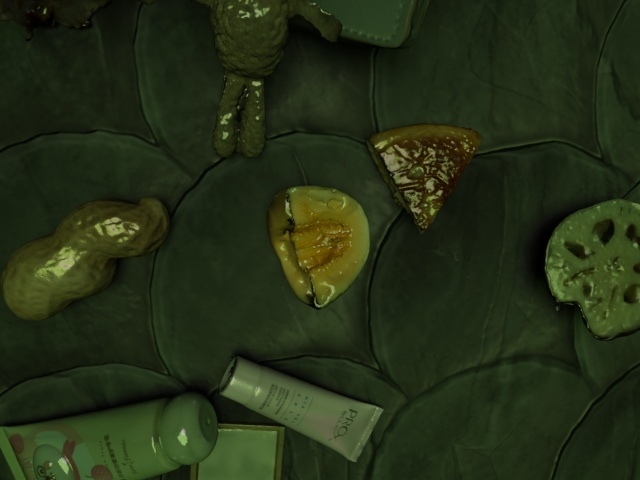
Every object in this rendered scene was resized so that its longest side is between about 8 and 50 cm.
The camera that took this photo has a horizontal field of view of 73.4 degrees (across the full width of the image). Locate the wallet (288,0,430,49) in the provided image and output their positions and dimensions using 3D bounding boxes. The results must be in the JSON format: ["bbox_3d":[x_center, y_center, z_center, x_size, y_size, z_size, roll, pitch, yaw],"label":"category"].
[{"bbox_3d":[0.050,-0.393,0.438,0.252,0.083,0.359,27,114,25],"label":"wallet"}]

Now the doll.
[{"bbox_3d":[-0.068,-0.220,0.460,0.203,0.091,0.285,-6,134,13],"label":"doll"}]

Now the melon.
[{"bbox_3d":[0.000,0.000,0.578,0.128,0.079,0.160,-18,100,-20],"label":"melon"}]

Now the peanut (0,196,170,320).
[{"bbox_3d":[-0.299,0.015,0.548,0.228,0.085,0.104,-37,109,0],"label":"peanut"}]

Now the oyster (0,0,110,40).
[{"bbox_3d":[-0.220,-0.322,0.430,0.337,0.197,0.133,-23,116,4],"label":"oyster"}]

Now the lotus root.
[{"bbox_3d":[0.398,0.039,0.611,0.204,0.078,0.183,-15,88,-6],"label":"lotus root"}]

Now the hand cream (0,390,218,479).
[{"bbox_3d":[-0.296,0.289,0.599,0.306,0.093,0.146,-18,97,8],"label":"hand cream"}]

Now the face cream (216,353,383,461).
[{"bbox_3d":[-0.029,0.240,0.622,0.244,0.058,0.092,28,91,-14],"label":"face cream"}]

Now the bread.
[{"bbox_3d":[0.121,-0.103,0.576,0.136,0.054,0.154,27,91,-9],"label":"bread"}]

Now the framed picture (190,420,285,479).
[{"bbox_3d":[-0.130,0.371,0.655,0.136,0.010,0.200,5,98,-4],"label":"framed picture"}]
